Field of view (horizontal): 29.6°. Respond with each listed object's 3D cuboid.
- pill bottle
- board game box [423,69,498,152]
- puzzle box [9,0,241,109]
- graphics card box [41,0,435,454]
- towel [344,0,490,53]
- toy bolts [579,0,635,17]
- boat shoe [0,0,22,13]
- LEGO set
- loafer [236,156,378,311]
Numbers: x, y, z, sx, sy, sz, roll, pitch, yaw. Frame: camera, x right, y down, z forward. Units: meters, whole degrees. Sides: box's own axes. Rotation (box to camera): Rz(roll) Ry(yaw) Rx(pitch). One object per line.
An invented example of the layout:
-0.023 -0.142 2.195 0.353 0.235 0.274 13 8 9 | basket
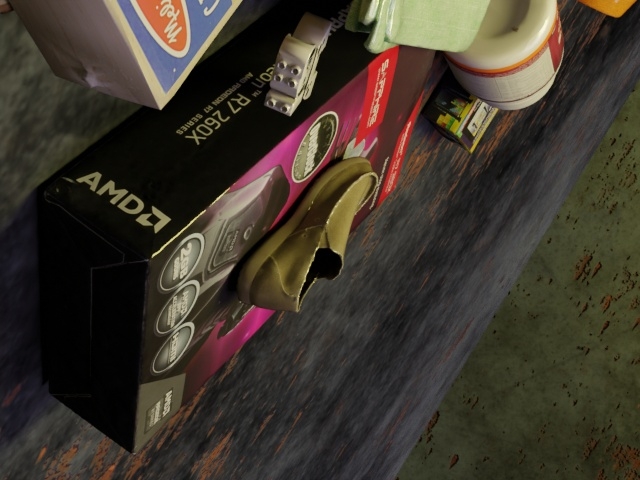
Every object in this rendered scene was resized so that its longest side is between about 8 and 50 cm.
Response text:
0.182 -0.205 1.217 0.121 0.121 0.221 -57 164 2 | pill bottle
0.192 -0.194 1.404 0.170 0.048 0.141 -58 166 3 | board game box
-0.053 -0.263 0.302 0.272 0.052 0.409 -58 151 -23 | puzzle box
-0.049 -0.040 0.905 0.371 0.094 0.233 -44 159 -37 | graphics card box
0.137 -0.271 0.792 0.325 0.038 0.248 -63 164 18 | towel
0.337 -0.306 1.220 0.158 0.228 0.218 -62 -174 21 | toy bolts
-0.131 -0.151 0.450 0.341 0.121 0.110 -41 123 -43 | boat shoe
-0.027 -0.175 0.707 0.093 0.087 0.227 -60 172 -53 | LEGO set
0.000 0.000 0.861 0.148 0.050 0.056 -49 162 -26 | loafer
